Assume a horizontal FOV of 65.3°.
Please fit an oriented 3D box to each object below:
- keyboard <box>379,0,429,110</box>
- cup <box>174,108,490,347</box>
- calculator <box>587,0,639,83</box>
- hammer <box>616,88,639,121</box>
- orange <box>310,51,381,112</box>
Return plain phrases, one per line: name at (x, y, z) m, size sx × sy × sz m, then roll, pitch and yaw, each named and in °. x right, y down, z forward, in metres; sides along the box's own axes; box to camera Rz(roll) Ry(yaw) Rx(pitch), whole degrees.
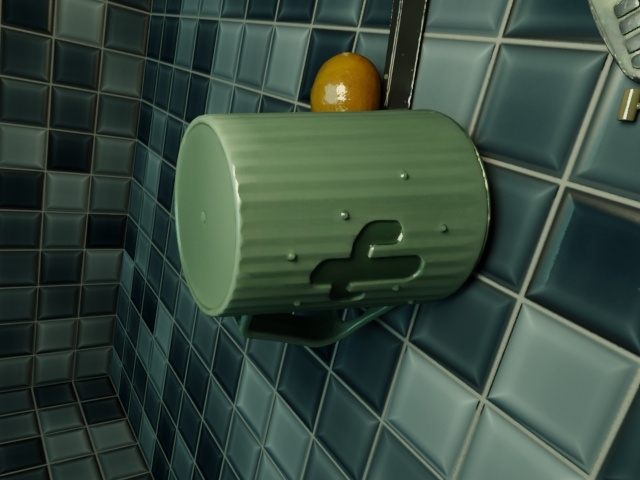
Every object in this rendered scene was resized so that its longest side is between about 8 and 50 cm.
keyboard at (0.147, -0.340, 0.859) m, size 0.072 × 0.023 × 0.231 m, roll 17°, pitch 104°, yaw 45°
cup at (0.013, 0.000, 0.745) m, size 0.310 × 0.392 × 0.401 m, roll 12°, pitch 105°, yaw 58°
calculator at (0.378, -0.300, 0.533) m, size 0.177 × 0.040 × 0.268 m, roll -21°, pitch 74°, yaw 52°
hammer at (0.385, -0.145, 0.542) m, size 0.110 × 0.019 × 0.036 m, roll 21°, pitch 107°, yaw 49°
orange at (0.042, -0.254, 0.893) m, size 0.156 × 0.124 × 0.156 m, roll -177°, pitch 90°, yaw -83°
